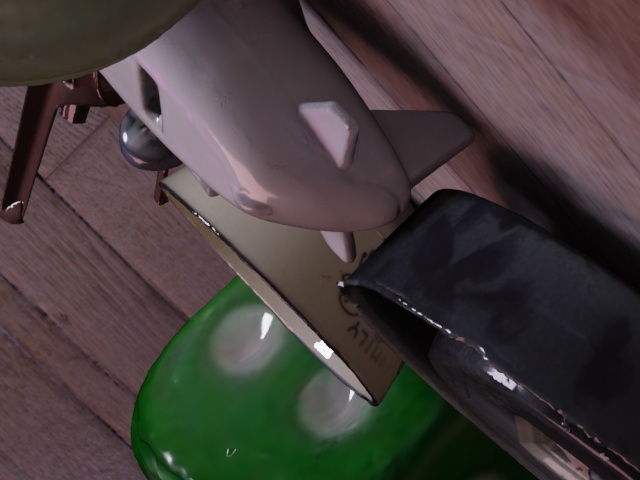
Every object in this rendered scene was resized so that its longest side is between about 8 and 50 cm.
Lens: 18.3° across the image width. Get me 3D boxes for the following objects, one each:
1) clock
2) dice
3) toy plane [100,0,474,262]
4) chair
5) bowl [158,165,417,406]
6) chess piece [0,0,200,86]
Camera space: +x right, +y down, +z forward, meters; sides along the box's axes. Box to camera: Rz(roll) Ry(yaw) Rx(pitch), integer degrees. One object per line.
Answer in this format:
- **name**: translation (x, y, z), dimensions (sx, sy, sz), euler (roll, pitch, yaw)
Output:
- **clock**: translation (0.181, 0.115, 1.062), dimensions (0.386, 0.076, 0.386), euler (38, 175, 4)
- **dice**: translation (0.029, 0.193, 1.796), dimensions (0.300, 0.287, 0.297), euler (32, 165, 40)
- **toy plane**: translation (-0.048, -0.099, 1.080), dimensions (0.267, 0.122, 0.267), euler (42, 156, 24)
- **chair**: translation (-0.222, -0.193, 1.841), dimensions (0.175, 0.183, 0.326), euler (43, 131, 30)
- **bowl**: translation (0.000, 0.000, 1.500), dimensions (0.238, 0.126, 0.238), euler (44, 176, 4)
- **chess piece**: translation (-0.100, -0.171, 0.642), dimensions (0.194, 0.194, 0.299), euler (45, 167, -1)
